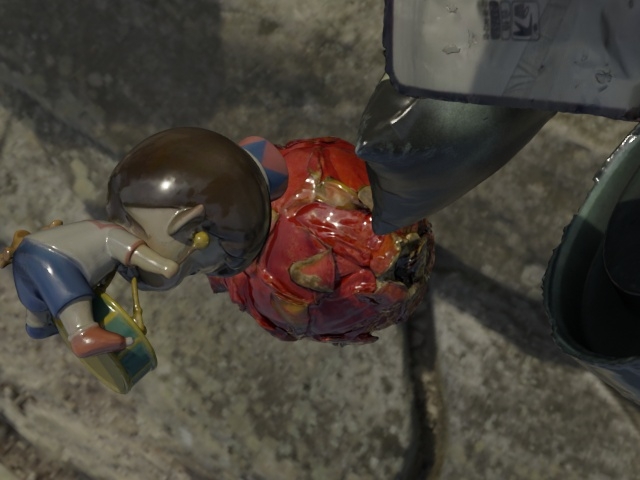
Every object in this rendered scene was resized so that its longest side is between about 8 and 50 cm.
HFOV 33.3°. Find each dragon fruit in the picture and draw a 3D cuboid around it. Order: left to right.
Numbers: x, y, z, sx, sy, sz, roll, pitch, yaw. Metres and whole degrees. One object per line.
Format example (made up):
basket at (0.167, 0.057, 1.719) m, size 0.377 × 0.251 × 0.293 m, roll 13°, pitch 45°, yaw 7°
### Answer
dragon fruit at (0.000, 0.000, 1.367) m, size 0.342 × 0.277 × 0.277 m, roll 11°, pitch 129°, yaw 29°

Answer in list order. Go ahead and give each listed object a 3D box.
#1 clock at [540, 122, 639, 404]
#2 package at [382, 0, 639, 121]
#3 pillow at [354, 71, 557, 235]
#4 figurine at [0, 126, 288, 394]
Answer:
clock at (0.241, -0.029, 0.587) m, size 0.055 × 0.280 × 0.280 m, roll 40°, pitch 135°, yaw -12°
package at (0.111, -0.110, 0.358) m, size 0.239 × 0.030 × 0.154 m, roll 21°, pitch 104°, yaw 48°
pillow at (0.115, -0.115, 0.741) m, size 0.106 × 0.250 × 0.186 m, roll 40°, pitch 174°, yaw 16°
figurine at (-0.133, -0.003, 0.931) m, size 0.161 × 0.275 × 0.158 m, roll 15°, pitch 141°, yaw 55°
